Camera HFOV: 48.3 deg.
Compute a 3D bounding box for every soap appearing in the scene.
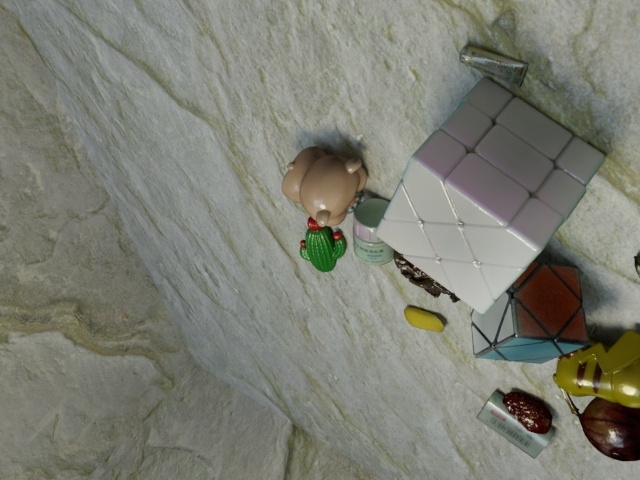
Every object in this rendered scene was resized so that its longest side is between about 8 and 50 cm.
[{"bbox_3d":[0.341,0.262,2.319,0.168,0.033,0.089,14,142,41],"label":"soap"}]

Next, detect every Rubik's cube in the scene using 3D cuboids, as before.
[{"bbox_3d":[0.357,-0.093,1.555,0.318,0.316,0.322,37,151,11],"label":"Rubik's cube"},{"bbox_3d":[0.504,0.177,1.760,0.205,0.208,0.205,7,156,-17],"label":"Rubik's cube"}]

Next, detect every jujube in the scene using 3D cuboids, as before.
[{"bbox_3d":[0.647,0.534,2.231,0.166,0.104,0.104,33,149,21],"label":"jujube"}]

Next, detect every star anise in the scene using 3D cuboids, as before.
[{"bbox_3d":[0.310,0.103,2.068,0.220,0.099,0.214,19,155,38],"label":"star anise"}]

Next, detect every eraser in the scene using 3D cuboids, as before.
[{"bbox_3d":[0.638,0.608,2.355,0.227,0.081,0.174,33,153,17],"label":"eraser"}]

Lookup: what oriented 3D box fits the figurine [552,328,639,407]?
[{"bbox_3d":[0.743,0.319,1.774,0.326,0.218,0.169,5,174,39],"label":"figurine"}]

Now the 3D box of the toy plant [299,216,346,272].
[{"bbox_3d":[0.011,0.009,2.354,0.154,0.088,0.240,27,138,6],"label":"toy plant"}]

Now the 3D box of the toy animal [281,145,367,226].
[{"bbox_3d":[0.006,-0.166,2.019,0.221,0.210,0.229,31,-175,12],"label":"toy animal"}]

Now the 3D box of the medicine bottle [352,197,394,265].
[{"bbox_3d":[0.159,-0.025,2.073,0.135,0.135,0.169,28,145,26],"label":"medicine bottle"}]

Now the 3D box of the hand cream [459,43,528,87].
[{"bbox_3d":[0.359,-0.369,1.485,0.143,0.039,0.061,25,140,13],"label":"hand cream"}]

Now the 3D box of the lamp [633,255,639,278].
[{"bbox_3d":[0.806,0.140,1.505,0.203,0.125,0.283,48,155,-28],"label":"lamp"}]

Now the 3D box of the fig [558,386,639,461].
[{"bbox_3d":[0.772,0.495,1.923,0.249,0.186,0.204,-6,143,40],"label":"fig"}]
